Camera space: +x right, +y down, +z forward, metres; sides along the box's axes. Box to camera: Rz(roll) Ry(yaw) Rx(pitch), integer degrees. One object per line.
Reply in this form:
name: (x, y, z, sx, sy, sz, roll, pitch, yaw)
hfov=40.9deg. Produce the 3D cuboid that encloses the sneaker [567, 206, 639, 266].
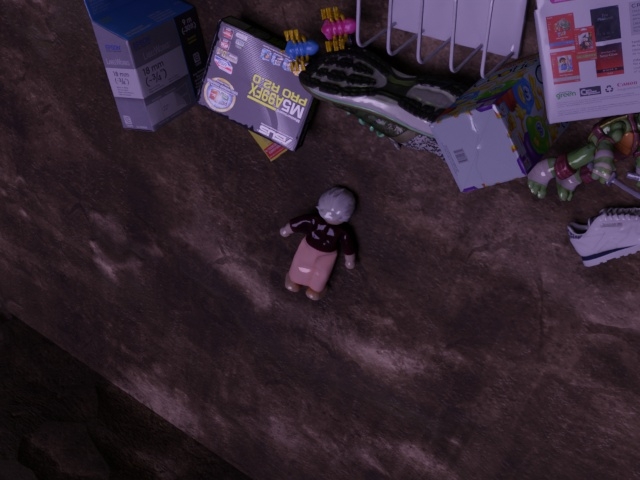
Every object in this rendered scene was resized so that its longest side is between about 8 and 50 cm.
sneaker: (0.592, -0.025, 1.683, 0.235, 0.090, 0.094, -28, 92, 45)

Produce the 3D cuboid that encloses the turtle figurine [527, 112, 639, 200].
turtle figurine: (0.534, -0.114, 1.577, 0.266, 0.198, 0.274, -25, 100, 50)

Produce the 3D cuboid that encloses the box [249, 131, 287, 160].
box: (-0.150, -0.310, 2.067, 0.087, 0.058, 0.232, -28, 102, 45)

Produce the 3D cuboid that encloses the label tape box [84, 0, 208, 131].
label tape box: (-0.393, -0.456, 2.013, 0.106, 0.240, 0.333, 10, 127, 33)

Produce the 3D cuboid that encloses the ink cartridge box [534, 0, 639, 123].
ink cartridge box: (0.515, -0.355, 1.398, 0.309, 0.130, 0.271, -5, 119, 20)

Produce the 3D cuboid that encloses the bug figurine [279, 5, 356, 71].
bug figurine: (-0.017, -0.493, 1.771, 0.216, 0.072, 0.279, 9, 114, 41)

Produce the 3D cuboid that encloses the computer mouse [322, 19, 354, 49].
computer mouse: (0.082, -0.372, 1.860, 0.071, 0.041, 0.242, -26, 96, 37)

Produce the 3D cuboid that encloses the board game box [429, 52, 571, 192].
board game box: (0.345, -0.225, 1.580, 0.142, 0.275, 0.144, -14, 111, 43)

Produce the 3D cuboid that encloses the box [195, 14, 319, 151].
box: (-0.133, -0.357, 1.959, 0.270, 0.060, 0.216, 28, 120, 8)

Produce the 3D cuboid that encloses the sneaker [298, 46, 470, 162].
sneaker: (0.127, -0.261, 1.777, 0.410, 0.158, 0.182, 27, 147, 27)

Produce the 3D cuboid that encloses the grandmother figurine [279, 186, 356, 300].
grandmother figurine: (0.000, 0.000, 2.162, 0.208, 0.104, 0.342, 17, 133, -9)

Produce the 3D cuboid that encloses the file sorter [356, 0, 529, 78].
file sorter: (0.225, -0.433, 1.596, 0.278, 0.173, 0.192, 21, 132, 25)
